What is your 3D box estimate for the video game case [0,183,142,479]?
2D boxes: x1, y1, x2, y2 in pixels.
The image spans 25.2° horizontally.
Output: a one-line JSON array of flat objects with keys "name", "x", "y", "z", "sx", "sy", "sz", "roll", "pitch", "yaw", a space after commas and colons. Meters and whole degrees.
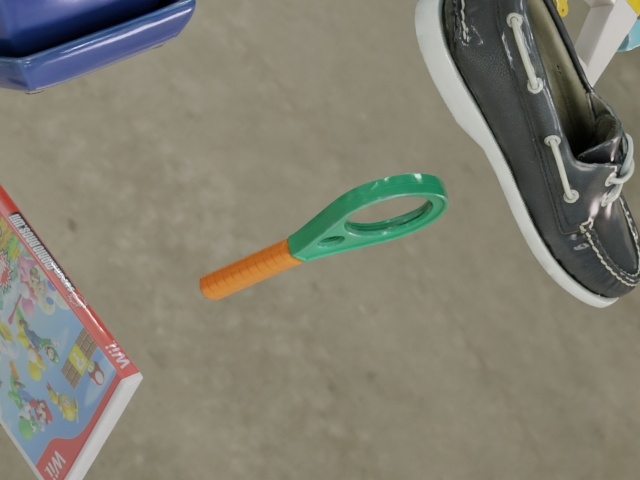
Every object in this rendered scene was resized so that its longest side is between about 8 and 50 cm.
[{"name": "video game case", "x": -0.286, "y": 0.079, "z": 1.334, "sx": 0.025, "sy": 0.204, "sz": 0.285, "roll": -21, "pitch": 64, "yaw": -44}]

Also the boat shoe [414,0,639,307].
[{"name": "boat shoe", "x": 0.180, "y": -0.069, "z": 1.057, "sx": 0.302, "sy": 0.091, "sz": 0.114, "roll": 50, "pitch": 38, "yaw": -32}]

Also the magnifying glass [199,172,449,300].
[{"name": "magnifying glass", "x": 0.000, "y": 0.000, "z": 1.179, "sx": 0.092, "sy": 0.231, "sz": 0.026, "roll": 22, "pitch": 51, "yaw": -57}]

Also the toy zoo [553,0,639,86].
[{"name": "toy zoo", "x": 0.200, "y": -0.264, "z": 1.216, "sx": 0.293, "sy": 0.030, "sz": 0.192, "roll": 41, "pitch": 64, "yaw": -34}]

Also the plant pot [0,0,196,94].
[{"name": "plant pot", "x": -0.263, "y": -0.261, "z": 1.288, "sx": 0.236, "sy": 0.236, "sz": 0.212, "roll": -30, "pitch": 120, "yaw": -38}]
